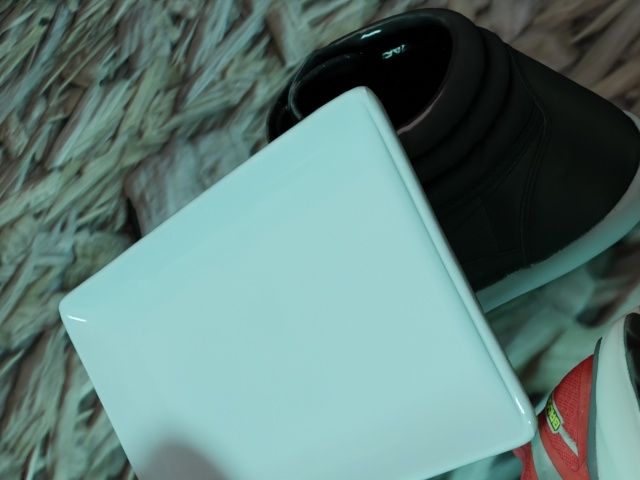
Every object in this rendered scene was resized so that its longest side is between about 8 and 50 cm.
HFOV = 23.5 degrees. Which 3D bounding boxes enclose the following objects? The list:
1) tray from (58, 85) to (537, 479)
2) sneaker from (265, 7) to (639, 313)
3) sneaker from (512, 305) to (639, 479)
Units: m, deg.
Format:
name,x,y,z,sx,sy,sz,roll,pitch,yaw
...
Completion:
name,x,y,z,sx,sy,sz,roll,pitch,yaw
tray,-0.018,0.047,0.657,0.030,0.145,0.270,-22,-6,-39
sneaker,0.000,0.000,0.721,0.295,0.147,0.104,-37,36,23
sneaker,0.108,0.154,0.498,0.118,0.107,0.279,-49,23,40
